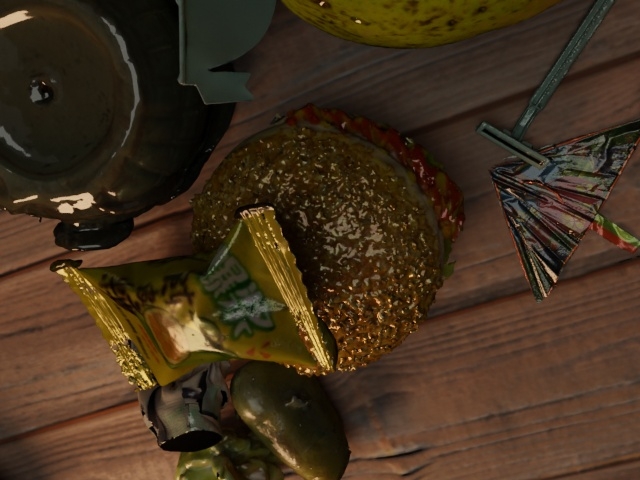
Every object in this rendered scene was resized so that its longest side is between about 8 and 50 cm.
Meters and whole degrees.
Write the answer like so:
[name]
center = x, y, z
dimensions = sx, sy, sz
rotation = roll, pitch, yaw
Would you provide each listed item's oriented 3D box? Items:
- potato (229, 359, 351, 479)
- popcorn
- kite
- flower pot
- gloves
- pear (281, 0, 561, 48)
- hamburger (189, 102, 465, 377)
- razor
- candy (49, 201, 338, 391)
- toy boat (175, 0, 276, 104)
[potato]
center = -0.029, 0.215, 1.065
dimensions = 0.188, 0.105, 0.085
rotation = 57, 153, -11
[popcorn]
center = -0.112, 0.296, 1.093
dimensions = 0.142, 0.162, 0.135
rotation = 24, 77, -32
[kite]
center = 0.271, -0.045, 0.967
dimensions = 0.183, 0.014, 0.241
rotation = 32, 109, 2
[flower pot]
center = -0.248, -0.149, 0.953
dimensions = 0.302, 0.213, 0.301
rotation = 4, 106, 13
[gloves]
center = -0.167, 0.137, 1.057
dimensions = 0.111, 0.212, 0.127
rotation = 3, 148, -17
[pear]
center = 0.110, -0.351, 0.741
dimensions = 0.391, 0.391, 0.390
rotation = 4, 106, 12
[hamburger]
center = 0.000, 0.000, 0.954
dimensions = 0.276, 0.179, 0.294
rotation = 34, 110, 1
[razor]
center = 0.252, -0.182, 0.925
dimensions = 0.084, 0.036, 0.211
rotation = 30, 105, -4
[candy]
center = -0.126, 0.067, 0.890
dimensions = 0.297, 0.081, 0.187
rotation = -10, 118, 35
[toy boat]
center = -0.104, -0.262, 0.866
dimensions = 0.067, 0.221, 0.290
rotation = -42, 49, 50
